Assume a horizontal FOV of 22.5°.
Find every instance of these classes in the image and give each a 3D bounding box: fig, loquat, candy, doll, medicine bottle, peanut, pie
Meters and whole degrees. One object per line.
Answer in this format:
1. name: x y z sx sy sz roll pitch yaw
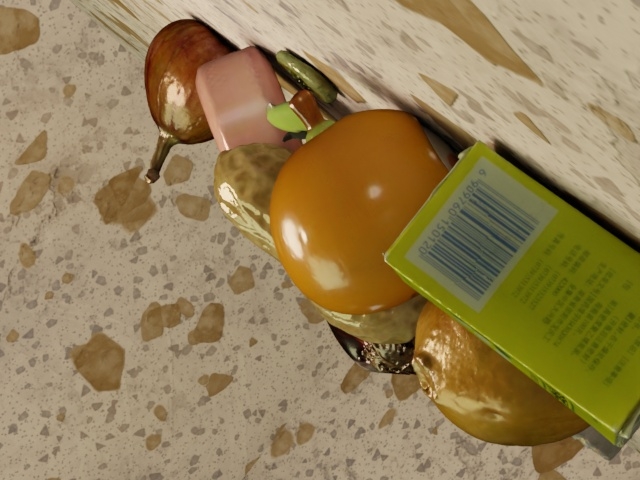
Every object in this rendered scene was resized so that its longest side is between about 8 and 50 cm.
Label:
1. fig: -0.163 -0.193 2.146 0.149 0.202 0.148 2 -151 -21
2. loquat: 0.198 0.093 1.494 0.176 0.234 0.187 99 157 -57
3. candy: -0.072 -0.115 1.937 0.255 0.094 0.255 158 90 -90
4. doll: 0.030 -0.048 1.518 0.236 0.213 0.213 53 178 -1
5. medicine bottle: 0.192 0.044 1.337 0.250 0.141 0.137 38 175 16
6. peanut: 0.000 0.000 1.749 0.298 0.120 0.136 42 -166 14
7. pie: -0.016 -0.178 1.753 0.084 0.021 0.084 39 178 2

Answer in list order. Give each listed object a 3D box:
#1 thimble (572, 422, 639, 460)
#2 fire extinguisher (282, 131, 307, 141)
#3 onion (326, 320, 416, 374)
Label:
1. thimble: 0.398 0.236 2.341 0.151 0.118 0.127 39 179 -38
2. fire extinguisher: 0.089 -0.047 1.689 0.269 0.105 0.105 39 178 10
3. onion: 0.123 0.033 1.936 0.273 0.285 0.273 10 149 6
